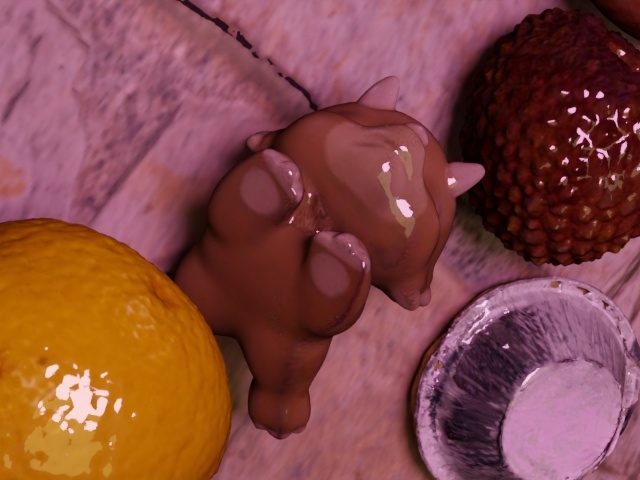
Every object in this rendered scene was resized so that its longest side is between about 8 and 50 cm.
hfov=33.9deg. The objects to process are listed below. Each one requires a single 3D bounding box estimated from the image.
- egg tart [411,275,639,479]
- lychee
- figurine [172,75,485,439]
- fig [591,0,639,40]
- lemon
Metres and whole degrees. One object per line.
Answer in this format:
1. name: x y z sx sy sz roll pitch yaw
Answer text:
1. egg tart: 0.194 0.146 0.944 0.234 0.094 0.234 -7 111 -18
2. lychee: 0.193 -0.072 0.818 0.188 0.188 0.188 -8 112 -20
3. figurine: 0.005 0.000 0.776 0.173 0.177 0.247 -35 150 -48
4. fig: 0.303 -0.250 0.781 0.235 0.214 0.235 9 77 -43
5. lemon: -0.185 0.102 0.692 0.228 0.228 0.253 -47 111 -1
